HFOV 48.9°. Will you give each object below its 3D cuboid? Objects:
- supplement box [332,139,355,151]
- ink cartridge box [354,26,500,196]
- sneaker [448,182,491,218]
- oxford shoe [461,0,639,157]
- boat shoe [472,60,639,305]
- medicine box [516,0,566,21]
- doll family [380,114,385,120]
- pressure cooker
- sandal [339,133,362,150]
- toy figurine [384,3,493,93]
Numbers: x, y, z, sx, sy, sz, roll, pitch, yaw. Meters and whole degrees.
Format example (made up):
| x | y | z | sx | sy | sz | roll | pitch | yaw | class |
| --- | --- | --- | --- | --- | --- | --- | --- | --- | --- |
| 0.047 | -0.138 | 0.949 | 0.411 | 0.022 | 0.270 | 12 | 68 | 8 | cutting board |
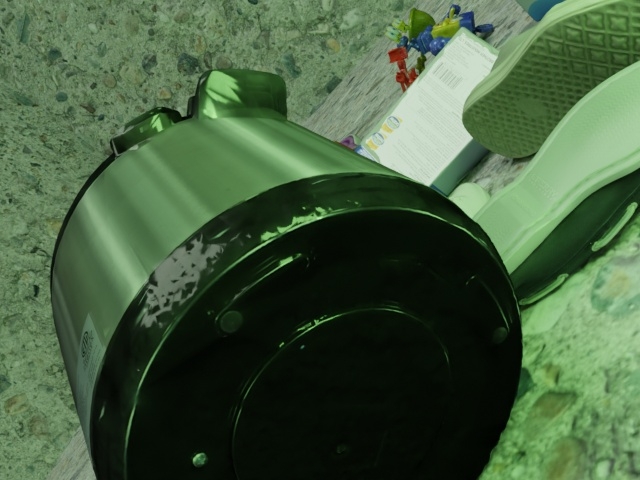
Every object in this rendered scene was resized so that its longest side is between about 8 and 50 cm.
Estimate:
| x | y | z | sx | sy | sz | roll | pitch | yaw | class |
| --- | --- | --- | --- | --- | --- | --- | --- | --- | --- |
| 0.009 | -0.095 | 1.538 | 0.233 | 0.080 | 0.078 | -58 | 28 | 15 | supplement box |
| 0.191 | -0.181 | 1.156 | 0.311 | 0.065 | 0.186 | -47 | 47 | 11 | ink cartridge box |
| 0.163 | -0.021 | 0.932 | 0.080 | 0.094 | 0.212 | -40 | 17 | 44 | sneaker |
| 0.313 | -0.213 | 0.815 | 0.130 | 0.169 | 0.449 | -53 | 8 | -14 | oxford shoe |
| 0.263 | -0.053 | 0.693 | 0.302 | 0.091 | 0.114 | -43 | 35 | 23 | boat shoe |
| 0.380 | -0.545 | 1.176 | 0.149 | 0.289 | 0.263 | -51 | 13 | -7 | medicine box |
| 0.133 | -0.155 | 1.326 | 0.163 | 0.118 | 0.263 | -38 | 18 | 42 | doll family |
| -0.066 | 0.059 | 0.685 | 0.370 | 0.375 | 0.420 | -47 | 33 | -5 | pressure cooker |
| 0.044 | -0.182 | 1.717 | 0.169 | 0.102 | 0.416 | -51 | 15 | 10 | sandal |
| 0.302 | -0.458 | 1.651 | 0.217 | 0.191 | 0.362 | -11 | 23 | 22 | toy figurine |
